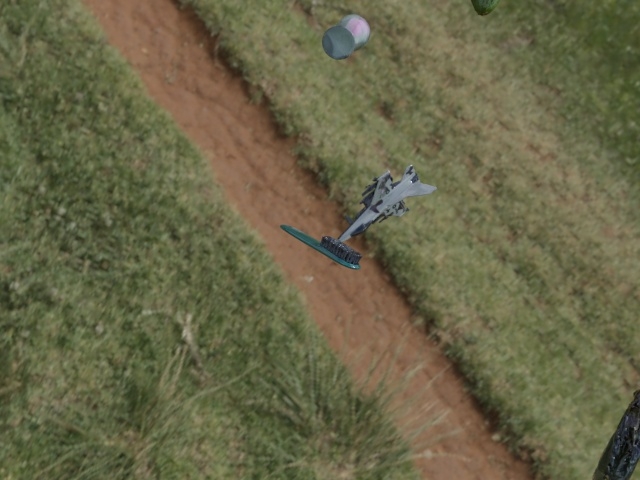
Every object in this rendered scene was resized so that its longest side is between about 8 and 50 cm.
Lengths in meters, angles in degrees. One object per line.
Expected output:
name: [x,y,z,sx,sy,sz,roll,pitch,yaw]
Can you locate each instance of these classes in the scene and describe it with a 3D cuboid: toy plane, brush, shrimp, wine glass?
toy plane: [0.118,-0.075,1.947,0.082,0.234,0.160,64,5,34]
brush: [0.000,0.000,1.573,0.043,0.032,0.193,8,17,-44]
shrimp: [0.454,0.343,1.445,0.054,0.222,0.290,25,87,15]
wine glass: [0.052,-0.391,1.848,0.073,0.073,0.155,35,22,-3]

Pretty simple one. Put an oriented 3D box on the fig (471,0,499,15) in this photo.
fig: [0.255,-0.435,1.517,0.123,0.156,0.123,12,5,-1]
